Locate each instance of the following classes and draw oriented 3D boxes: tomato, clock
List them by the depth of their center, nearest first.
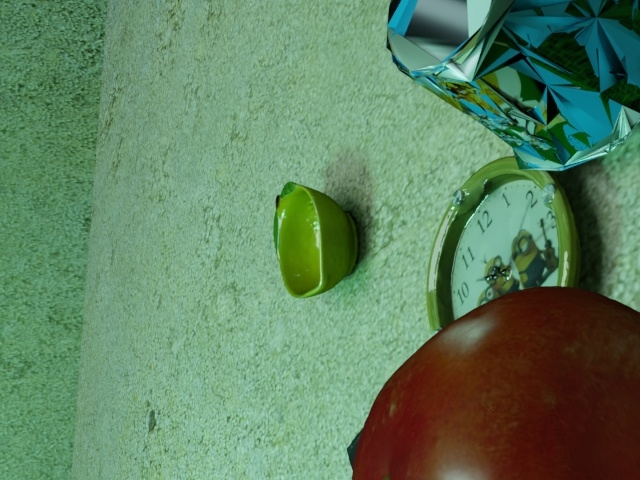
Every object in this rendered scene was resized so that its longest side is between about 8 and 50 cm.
[{"bbox_3d":[0.169,0.203,0.755,0.293,0.289,0.325,132,146,-56],"label":"tomato"},{"bbox_3d":[0.189,0.034,1.046,0.237,0.057,0.237,-32,53,57],"label":"clock"}]

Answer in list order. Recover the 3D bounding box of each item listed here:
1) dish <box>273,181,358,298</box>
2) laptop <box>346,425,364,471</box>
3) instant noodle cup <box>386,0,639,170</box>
[{"bbox_3d":[0.000,0.000,1.440,0.208,0.080,0.149,-115,36,-48],"label":"dish"},{"bbox_3d":[0.089,0.252,1.245,0.197,0.016,0.135,-60,34,40],"label":"laptop"},{"bbox_3d":[0.180,-0.199,0.937,0.240,0.178,0.240,-40,40,44],"label":"instant noodle cup"}]
